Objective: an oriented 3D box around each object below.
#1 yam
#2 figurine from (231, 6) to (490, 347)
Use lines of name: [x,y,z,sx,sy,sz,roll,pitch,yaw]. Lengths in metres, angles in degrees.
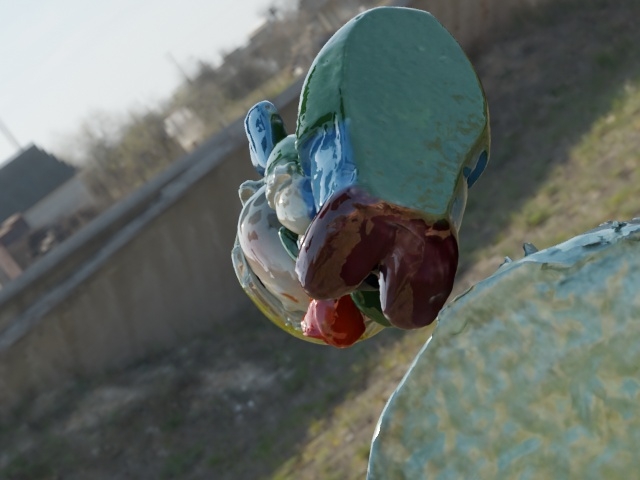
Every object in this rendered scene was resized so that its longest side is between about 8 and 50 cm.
yam: [0.173,0.098,0.642,0.241,0.241,0.348,-34,-7,14]
figurine: [0.013,0.007,0.714,0.234,0.127,0.185,122,154,-46]
